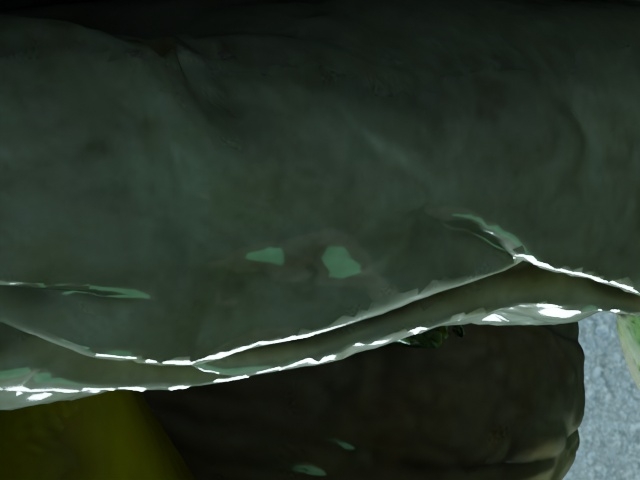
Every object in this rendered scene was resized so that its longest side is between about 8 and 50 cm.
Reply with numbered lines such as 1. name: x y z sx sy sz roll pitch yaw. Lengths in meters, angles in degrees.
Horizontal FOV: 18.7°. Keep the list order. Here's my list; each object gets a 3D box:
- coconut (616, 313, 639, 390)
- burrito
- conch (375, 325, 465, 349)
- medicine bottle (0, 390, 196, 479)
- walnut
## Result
1. coconut: 0.242 0.038 0.797 0.236 0.236 0.204 -8 140 36
2. burrito: 0.016 -0.012 0.402 0.392 0.076 0.117 -3 -176 -24
3. conch: 0.000 0.000 0.630 0.121 0.074 0.089 36 163 -15
4. medicine bottle: -0.117 0.156 0.609 0.224 0.224 0.384 -6 147 11
5. walnut: -0.003 0.047 0.749 0.230 0.178 0.178 8 170 -34
